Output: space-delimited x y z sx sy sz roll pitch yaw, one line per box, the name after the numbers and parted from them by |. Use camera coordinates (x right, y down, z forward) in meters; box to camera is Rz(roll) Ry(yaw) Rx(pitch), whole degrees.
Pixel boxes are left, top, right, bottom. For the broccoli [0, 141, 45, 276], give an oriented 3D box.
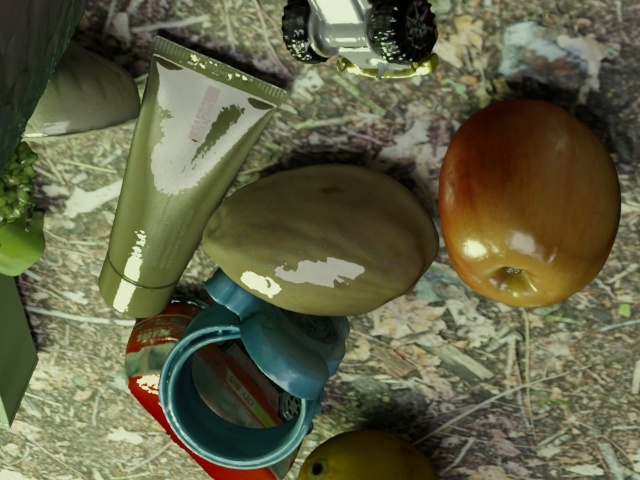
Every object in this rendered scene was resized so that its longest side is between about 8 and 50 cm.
-0.444 -0.012 1.534 0.375 0.249 0.302 -23 123 30 | broccoli

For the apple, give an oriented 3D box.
0.189 -0.028 1.357 0.199 0.199 0.199 9 139 8 | apple

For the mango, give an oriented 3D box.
0.057 0.336 1.842 0.176 0.175 0.329 34 163 14 | mango

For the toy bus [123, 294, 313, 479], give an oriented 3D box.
-0.128 0.185 1.749 0.121 0.120 0.265 -12 131 33 | toy bus

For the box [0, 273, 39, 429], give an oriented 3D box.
-0.473 0.097 1.769 0.225 0.117 0.225 8 138 9 | box

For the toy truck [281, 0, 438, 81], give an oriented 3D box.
0.009 -0.248 1.224 0.136 0.111 0.286 4 138 38 | toy truck

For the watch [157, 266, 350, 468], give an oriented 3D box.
-0.080 0.134 1.586 0.211 0.211 0.193 34 110 -20 | watch

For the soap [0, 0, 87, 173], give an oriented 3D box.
-0.315 -0.147 1.185 0.156 0.446 0.261 19 139 -2 | soap

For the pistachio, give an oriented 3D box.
0.000 0.000 1.490 0.238 0.138 0.153 -3 94 15 | pistachio

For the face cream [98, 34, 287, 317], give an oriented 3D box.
-0.150 -0.057 1.525 0.137 0.084 0.341 23 132 -4 | face cream

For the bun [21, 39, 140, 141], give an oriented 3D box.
-0.242 -0.149 1.422 0.138 0.138 0.094 -2 100 21 | bun
